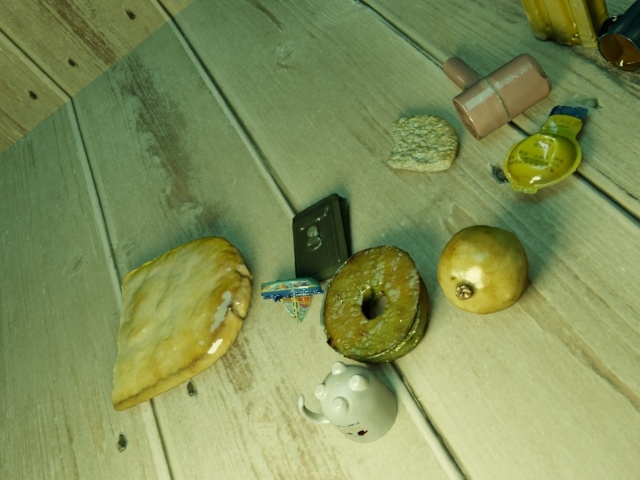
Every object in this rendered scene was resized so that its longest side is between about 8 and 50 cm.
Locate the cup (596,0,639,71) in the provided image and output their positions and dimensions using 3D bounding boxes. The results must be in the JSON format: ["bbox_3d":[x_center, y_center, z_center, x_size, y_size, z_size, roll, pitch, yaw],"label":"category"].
[{"bbox_3d":[0.723,-0.491,1.628,0.150,0.113,0.138,39,80,23],"label":"cup"}]

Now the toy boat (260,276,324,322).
[{"bbox_3d":[-0.058,0.146,1.703,0.175,0.091,0.110,-9,85,26],"label":"toy boat"}]

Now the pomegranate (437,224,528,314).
[{"bbox_3d":[0.324,0.063,1.418,0.196,0.196,0.196,-19,47,22],"label":"pomegranate"}]

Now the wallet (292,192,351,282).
[{"bbox_3d":[0.000,0.000,1.794,0.169,0.052,0.245,-23,48,23],"label":"wallet"}]

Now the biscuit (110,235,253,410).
[{"bbox_3d":[-0.366,0.182,1.859,0.446,0.104,0.429,-29,45,16],"label":"biscuit"}]

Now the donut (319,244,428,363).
[{"bbox_3d":[0.129,0.152,1.541,0.272,0.107,0.272,-20,50,26],"label":"donut"}]

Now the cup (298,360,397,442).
[{"bbox_3d":[0.050,0.318,1.426,0.174,0.142,0.134,9,62,40],"label":"cup"}]

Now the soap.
[{"bbox_3d":[0.576,-0.616,1.696,0.091,0.315,0.199,-50,42,-10],"label":"soap"}]

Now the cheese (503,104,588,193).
[{"bbox_3d":[0.516,-0.210,1.585,0.177,0.069,0.270,16,63,41],"label":"cheese"}]

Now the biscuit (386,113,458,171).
[{"bbox_3d":[0.256,-0.248,1.820,0.188,0.040,0.265,-38,42,2],"label":"biscuit"}]

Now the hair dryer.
[{"bbox_3d":[0.415,-0.415,1.801,0.210,0.125,0.352,-33,37,7],"label":"hair dryer"}]
